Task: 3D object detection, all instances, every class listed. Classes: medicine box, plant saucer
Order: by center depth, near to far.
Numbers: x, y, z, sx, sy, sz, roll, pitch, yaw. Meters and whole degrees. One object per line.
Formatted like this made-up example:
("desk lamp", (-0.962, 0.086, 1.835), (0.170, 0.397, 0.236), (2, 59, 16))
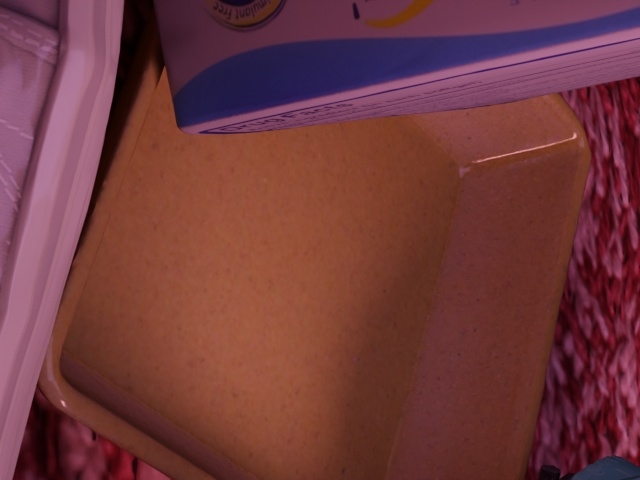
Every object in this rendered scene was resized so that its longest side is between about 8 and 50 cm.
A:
("medicine box", (0.113, -0.145, 0.671), (0.289, 0.263, 0.149), (-11, 92, -51))
("plant saucer", (0.000, 0.000, 0.781), (0.333, 0.081, 0.333), (41, 54, -40))

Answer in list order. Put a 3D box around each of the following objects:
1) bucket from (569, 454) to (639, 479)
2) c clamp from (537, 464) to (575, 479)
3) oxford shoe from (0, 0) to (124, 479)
("bucket", (0.171, 0.254, 0.782), (0.281, 0.183, 0.281), (-41, 146, -35))
("c clamp", (0.120, 0.199, 0.898), (0.137, 0.022, 0.161), (-22, 124, -65))
("oxford shoe", (-0.170, -0.010, 0.512), (0.130, 0.169, 0.449), (21, 73, -46))
